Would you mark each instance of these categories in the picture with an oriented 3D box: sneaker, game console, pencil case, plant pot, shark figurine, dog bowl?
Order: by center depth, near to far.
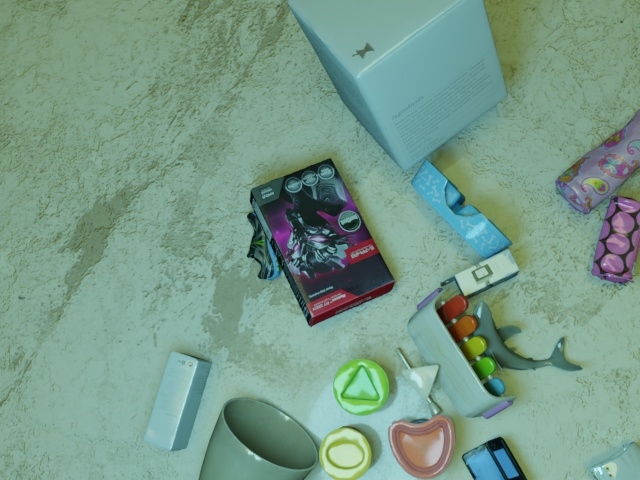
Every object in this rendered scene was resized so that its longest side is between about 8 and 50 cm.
[{"bbox_3d":[0.649,0.588,1.716,0.169,0.108,0.292,43,79,17],"label":"sneaker"},{"bbox_3d":[0.405,0.532,1.785,0.071,0.107,0.122,-23,74,-24],"label":"game console"},{"bbox_3d":[0.450,0.274,1.795,0.278,0.116,0.166,27,113,-10],"label":"shark figurine"},{"bbox_3d":[-0.181,0.560,1.816,0.257,0.256,0.274,34,104,15],"label":"plant pot"},{"bbox_3d":[0.715,-0.002,1.824,0.098,0.095,0.209,7,80,47],"label":"pencil case"},{"bbox_3d":[0.707,-0.187,1.850,0.284,0.124,0.124,-39,75,0],"label":"pencil case"},{"bbox_3d":[0.337,-0.073,1.876,0.074,0.166,0.297,-46,75,11],"label":"dog bowl"},{"bbox_3d":[-0.160,0.012,1.992,0.078,0.067,0.188,-17,79,0],"label":"sneaker"}]

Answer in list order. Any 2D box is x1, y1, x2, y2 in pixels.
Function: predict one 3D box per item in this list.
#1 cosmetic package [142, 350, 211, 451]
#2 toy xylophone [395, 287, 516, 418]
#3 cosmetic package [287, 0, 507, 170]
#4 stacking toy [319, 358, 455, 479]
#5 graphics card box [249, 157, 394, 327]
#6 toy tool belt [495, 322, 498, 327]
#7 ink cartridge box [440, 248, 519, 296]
[{"bbox_3d":[-0.356,0.402,1.926,0.086,0.117,0.231,15,81,14],"label":"cosmetic package"},{"bbox_3d":[0.302,0.281,1.810,0.081,0.236,0.322,-18,77,-37],"label":"toy xylophone"},{"bbox_3d":[0.191,-0.447,1.811,0.327,0.393,0.329,-36,56,2],"label":"cosmetic package"},{"bbox_3d":[0.160,0.423,1.820,0.309,0.130,0.279,0,80,8],"label":"stacking toy"},{"bbox_3d":[0.000,0.000,1.924,0.233,0.094,0.370,-22,74,-13],"label":"graphics card box"},{"bbox_3d":[0.405,0.219,1.855,0.052,0.051,0.083,-36,75,2],"label":"toy tool belt"},{"bbox_3d":[0.384,0.092,1.858,0.180,0.104,0.060,-26,77,5],"label":"ink cartridge box"}]
